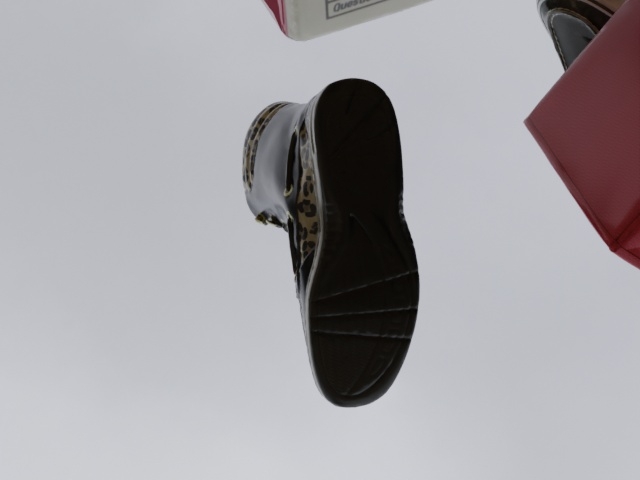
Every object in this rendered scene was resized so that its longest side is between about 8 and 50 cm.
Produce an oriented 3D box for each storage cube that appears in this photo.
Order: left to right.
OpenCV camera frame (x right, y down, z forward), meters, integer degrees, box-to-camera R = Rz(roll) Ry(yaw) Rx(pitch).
[{"bbox_3d":[0.293,-0.071,1.196,0.183,0.193,0.215,30,-161,-28],"label":"storage cube"}]

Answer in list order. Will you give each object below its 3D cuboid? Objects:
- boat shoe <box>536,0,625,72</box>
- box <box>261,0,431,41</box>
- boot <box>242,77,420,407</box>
[{"bbox_3d":[0.243,-0.115,1.354,0.219,0.078,0.070,46,-124,-17],"label":"boat shoe"},{"bbox_3d":[0.026,-0.205,0.562,0.148,0.232,0.127,-20,-129,-13],"label":"box"},{"bbox_3d":[0.002,-0.001,1.294,0.085,0.178,0.236,-3,-86,-20],"label":"boot"}]
